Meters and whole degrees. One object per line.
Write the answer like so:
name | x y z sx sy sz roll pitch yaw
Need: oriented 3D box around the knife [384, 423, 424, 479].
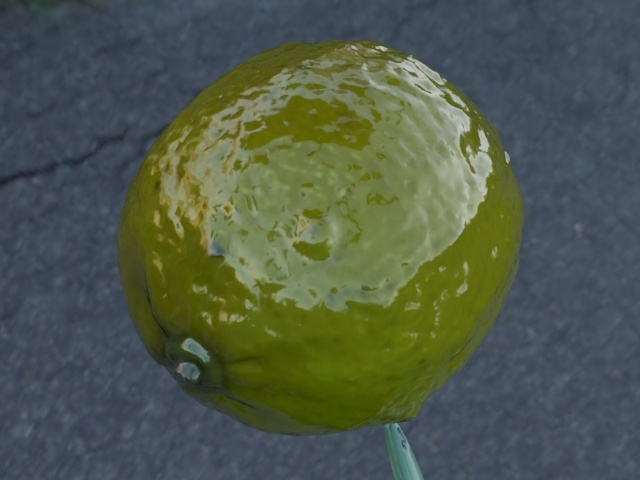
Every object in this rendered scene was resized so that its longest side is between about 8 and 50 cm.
knife | 0.083 0.217 1.039 0.030 0.014 0.207 -21 93 -42

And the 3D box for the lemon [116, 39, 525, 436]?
lemon | 0.000 0.000 0.764 0.192 0.192 0.231 40 56 6
